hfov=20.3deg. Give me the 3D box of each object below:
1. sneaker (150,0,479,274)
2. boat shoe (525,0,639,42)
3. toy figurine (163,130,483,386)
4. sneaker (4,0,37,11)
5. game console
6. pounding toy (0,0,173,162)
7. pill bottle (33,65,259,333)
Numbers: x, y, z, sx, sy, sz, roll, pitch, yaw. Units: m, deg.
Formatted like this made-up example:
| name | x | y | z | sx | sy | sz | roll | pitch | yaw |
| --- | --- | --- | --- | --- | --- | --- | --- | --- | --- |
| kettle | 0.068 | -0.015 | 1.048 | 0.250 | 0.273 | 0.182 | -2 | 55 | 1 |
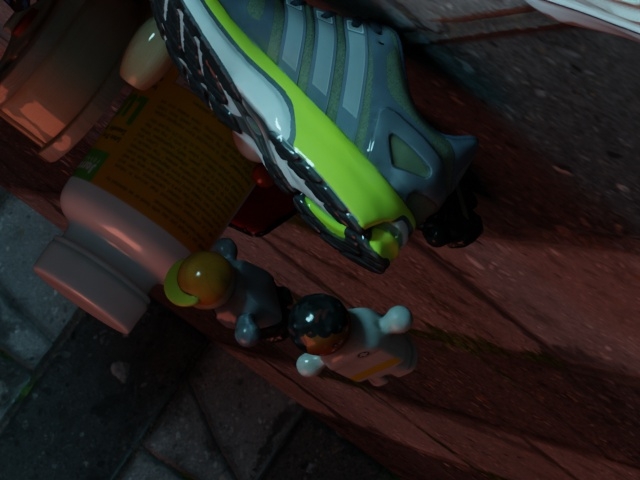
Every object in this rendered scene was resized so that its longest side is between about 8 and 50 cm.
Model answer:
| name | x | y | z | sx | sy | sz | roll | pitch | yaw |
| --- | --- | --- | --- | --- | --- | --- | --- | --- | --- |
| sneaker | -0.014 | -0.122 | 1.228 | 0.300 | 0.121 | 0.111 | 52 | 163 | 5 |
| boat shoe | 0.148 | -0.134 | 0.746 | 0.088 | 0.096 | 0.267 | 35 | 179 | -33 |
| toy figurine | 0.000 | 0.000 | 1.439 | 0.213 | 0.209 | 0.148 | 24 | 176 | 38 |
| sneaker | -0.165 | -0.198 | 1.298 | 0.217 | 0.121 | 0.079 | 35 | 170 | -7 |
| game console | -0.060 | -0.028 | 1.852 | 0.144 | 0.124 | 0.085 | 24 | 139 | 43 |
| pounding toy | -0.177 | -0.131 | 1.450 | 0.155 | 0.154 | 0.269 | 38 | -178 | -19 |
| pill bottle | -0.139 | -0.047 | 1.547 | 0.136 | 0.246 | 0.136 | 33 | 169 | 7 |
